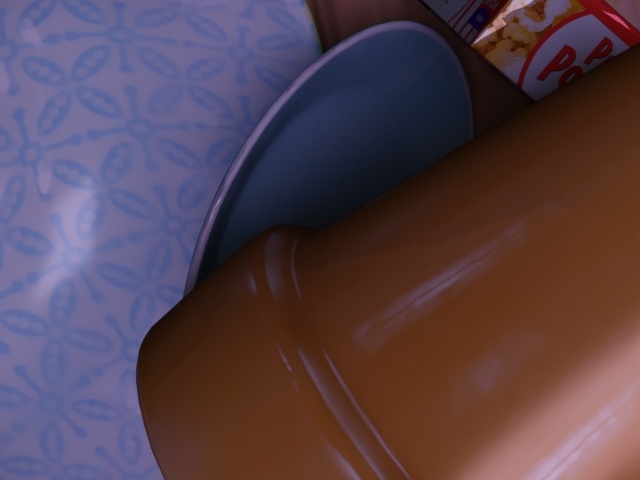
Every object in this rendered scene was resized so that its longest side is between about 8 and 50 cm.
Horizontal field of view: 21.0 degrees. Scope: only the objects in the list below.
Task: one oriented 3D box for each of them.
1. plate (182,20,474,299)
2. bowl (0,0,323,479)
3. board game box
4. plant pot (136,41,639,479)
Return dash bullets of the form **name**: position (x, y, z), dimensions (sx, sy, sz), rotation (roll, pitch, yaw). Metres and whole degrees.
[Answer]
- **plate**: position (0.000, 0.000, 0.688), dimensions (0.024, 0.188, 0.188), rotation (25, 107, 29)
- **bowl**: position (-0.144, -0.007, 0.635), dimensions (0.156, 0.289, 0.289), rotation (25, 107, 29)
- **board game box**: position (0.127, -0.047, 0.681), dimensions (0.193, 0.147, 0.045), rotation (38, 99, -17)
- **plant pot**: position (0.078, 0.043, 0.554), dimensions (0.188, 0.205, 0.205), rotation (-43, 108, 14)
